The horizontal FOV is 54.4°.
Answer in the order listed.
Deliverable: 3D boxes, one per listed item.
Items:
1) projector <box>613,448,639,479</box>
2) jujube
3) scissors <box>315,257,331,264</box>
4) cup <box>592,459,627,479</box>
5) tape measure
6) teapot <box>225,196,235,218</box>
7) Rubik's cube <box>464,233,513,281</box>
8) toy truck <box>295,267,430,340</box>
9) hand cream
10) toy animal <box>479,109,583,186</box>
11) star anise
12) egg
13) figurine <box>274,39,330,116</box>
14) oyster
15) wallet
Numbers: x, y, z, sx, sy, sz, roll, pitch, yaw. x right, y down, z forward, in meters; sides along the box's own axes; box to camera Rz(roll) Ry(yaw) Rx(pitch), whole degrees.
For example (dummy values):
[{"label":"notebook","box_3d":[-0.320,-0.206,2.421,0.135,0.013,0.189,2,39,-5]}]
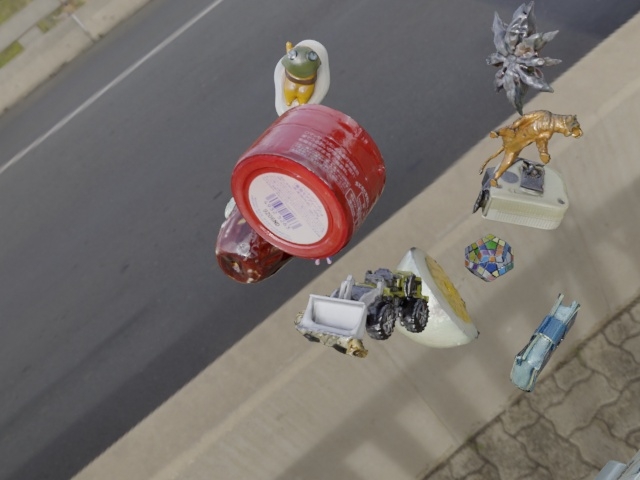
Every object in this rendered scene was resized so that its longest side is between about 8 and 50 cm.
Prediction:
[{"label":"projector","box_3d":[0.592,0.394,1.088,0.147,0.115,0.061,-40,67,-16]},{"label":"jujube","box_3d":[-0.131,-0.032,1.578,0.223,0.223,0.318,-5,35,40]},{"label":"scissors","box_3d":[0.000,0.000,1.403,0.039,0.113,0.012,-5,14,13]},{"label":"cup","box_3d":[0.631,0.591,1.245,0.234,0.186,0.258,-58,20,-10]},{"label":"tape measure","box_3d":[0.585,-0.159,1.850,0.271,0.132,0.231,7,45,2]},{"label":"teapot","box_3d":[-0.183,-0.078,1.862,0.163,0.178,0.221,-36,32,-1]},{"label":"Rubik's cube","box_3d":[0.373,0.039,1.380,0.093,0.111,0.111,-58,36,-1]},{"label":"toy truck","box_3d":[0.082,0.104,1.049,0.136,0.286,0.111,4,94,34]},{"label":"hand cream","box_3d":[-0.017,-0.078,0.864,0.193,0.193,0.125,-6,34,39]},{"label":"toy animal","box_3d":[0.411,-0.206,1.321,0.116,0.114,0.255,-41,7,-27]},{"label":"star anise","box_3d":[0.370,-0.347,1.180,0.061,0.204,0.180,-18,51,-24]},{"label":"egg","box_3d":[0.307,0.203,1.872,0.201,0.337,0.337,-39,33,17]},{"label":"figurine","box_3d":[-0.054,-0.457,1.774,0.141,0.167,0.249,-101,20,-81]},{"label":"oyster","box_3d":[0.043,0.295,1.972,0.129,0.345,0.078,-36,43,19]},{"label":"wallet","box_3d":[0.491,0.224,1.359,0.059,0.141,0.202,30,64,30]}]
